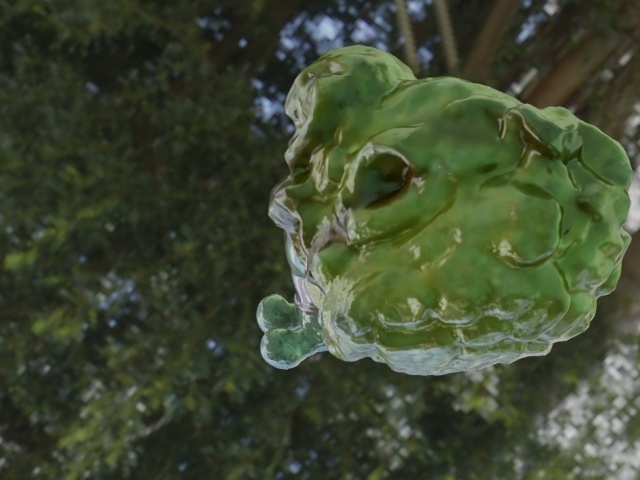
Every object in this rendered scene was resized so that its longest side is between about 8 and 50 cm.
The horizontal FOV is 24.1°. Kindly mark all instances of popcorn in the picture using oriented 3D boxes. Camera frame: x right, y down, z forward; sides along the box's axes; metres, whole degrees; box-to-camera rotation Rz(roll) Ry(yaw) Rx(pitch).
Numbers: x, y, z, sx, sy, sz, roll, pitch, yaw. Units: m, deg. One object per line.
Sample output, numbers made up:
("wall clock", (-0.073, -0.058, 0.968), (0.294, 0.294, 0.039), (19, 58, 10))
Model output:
("popcorn", (0.075, -0.009, 1.075), (0.286, 0.225, 0.174), (23, 168, 31))

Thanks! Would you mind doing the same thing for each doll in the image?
("doll", (0.012, 0.005, 1.602), (0.113, 0.275, 0.155), (12, -161, -10))
